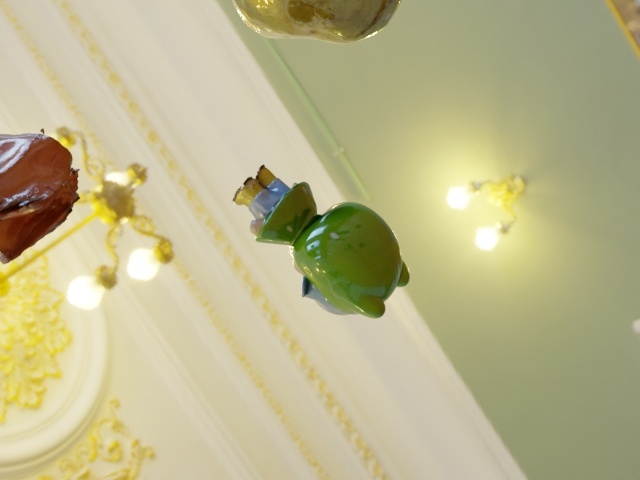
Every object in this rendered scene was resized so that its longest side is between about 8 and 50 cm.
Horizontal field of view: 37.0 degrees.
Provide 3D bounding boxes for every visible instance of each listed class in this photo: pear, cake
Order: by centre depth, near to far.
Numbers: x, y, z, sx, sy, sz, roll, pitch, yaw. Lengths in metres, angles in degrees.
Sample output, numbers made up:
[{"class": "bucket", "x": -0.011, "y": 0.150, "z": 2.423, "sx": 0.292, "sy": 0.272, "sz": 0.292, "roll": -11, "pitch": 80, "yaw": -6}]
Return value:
[{"class": "cake", "x": -0.360, "y": -0.057, "z": 1.046, "sx": 0.135, "sy": 0.287, "sz": 0.098, "roll": -51, "pitch": -52, "yaw": -22}, {"class": "pear", "x": -0.009, "y": -0.455, "z": 1.500, "sx": 0.304, "sy": 0.304, "sz": 0.304, "roll": 36, "pitch": -142, "yaw": -35}]

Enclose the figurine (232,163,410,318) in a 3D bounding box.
[{"class": "figurine", "x": 0.000, "y": 0.000, "z": 1.323, "sx": 0.263, "sy": 0.143, "sz": 0.162, "roll": 40, "pitch": -141, "yaw": 5}]
